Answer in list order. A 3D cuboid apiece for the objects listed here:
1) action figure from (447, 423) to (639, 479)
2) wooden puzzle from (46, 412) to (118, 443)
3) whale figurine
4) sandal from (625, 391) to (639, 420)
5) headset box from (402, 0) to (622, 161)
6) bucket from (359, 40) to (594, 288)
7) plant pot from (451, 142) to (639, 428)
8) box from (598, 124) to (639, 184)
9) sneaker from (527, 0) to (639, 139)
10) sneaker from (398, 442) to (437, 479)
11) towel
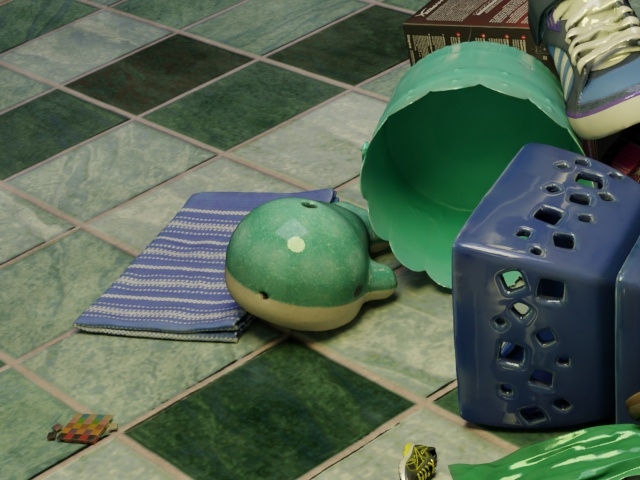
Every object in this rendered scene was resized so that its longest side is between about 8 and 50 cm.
[{"bbox_3d":[0.248,0.228,1.708,0.232,0.063,0.137,-17,26,1],"label":"action figure"},{"bbox_3d":[-0.269,0.214,2.016,0.083,0.006,0.049,1,30,25],"label":"wooden puzzle"},{"bbox_3d":[0.000,0.000,2.142,0.216,0.141,0.272,22,31,22],"label":"whale figurine"},{"bbox_3d":[0.408,0.175,1.719,0.219,0.090,0.060,2,68,-6],"label":"sandal"},{"bbox_3d":[0.275,-0.205,2.341,0.293,0.218,0.110,6,33,34],"label":"headset box"},{"bbox_3d":[0.188,-0.096,2.126,0.281,0.281,0.183,-7,26,11],"label":"bucket"},{"bbox_3d":[0.277,0.057,1.846,0.212,0.236,0.236,10,35,25],"label":"plant pot"},{"bbox_3d":[0.437,-0.084,2.002,0.163,0.142,0.247,-52,11,5],"label":"box"},{"bbox_3d":[0.306,-0.256,2.024,0.130,0.236,0.323,-22,11,7],"label":"sneaker"},{"bbox_3d":[0.100,0.231,1.798,0.035,0.031,0.083,-6,28,12],"label":"sneaker"},{"bbox_3d":[-0.138,0.022,2.286,0.243,0.040,0.336,1,31,27],"label":"towel"}]
